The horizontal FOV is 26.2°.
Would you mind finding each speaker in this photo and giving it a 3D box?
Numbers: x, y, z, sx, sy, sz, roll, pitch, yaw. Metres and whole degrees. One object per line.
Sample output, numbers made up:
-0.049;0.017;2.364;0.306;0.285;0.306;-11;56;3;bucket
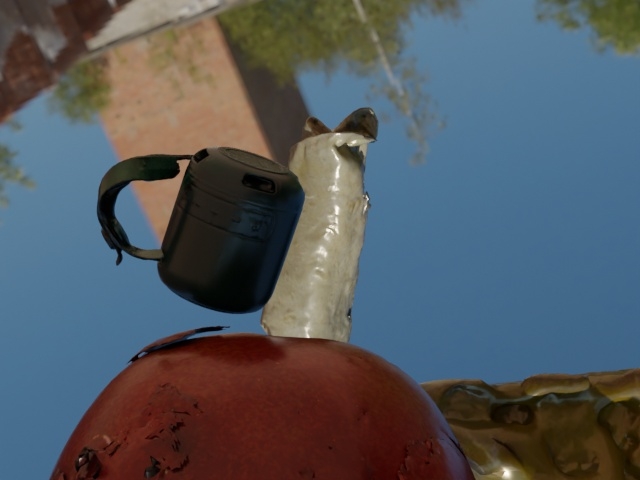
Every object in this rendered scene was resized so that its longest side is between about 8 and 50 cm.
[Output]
-0.060;-0.011;0.673;0.094;0.075;0.060;21;-168;5;speaker

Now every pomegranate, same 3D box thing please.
-0.024;0.142;0.635;0.210;0.210;0.235;-17;165;17;pomegranate

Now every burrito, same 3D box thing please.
0.000;0.000;1.059;0.087;0.226;0.060;-16;-144;-40;burrito

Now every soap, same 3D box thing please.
0.207;0.260;0.996;0.304;0.339;0.169;-4;172;-17;soap
